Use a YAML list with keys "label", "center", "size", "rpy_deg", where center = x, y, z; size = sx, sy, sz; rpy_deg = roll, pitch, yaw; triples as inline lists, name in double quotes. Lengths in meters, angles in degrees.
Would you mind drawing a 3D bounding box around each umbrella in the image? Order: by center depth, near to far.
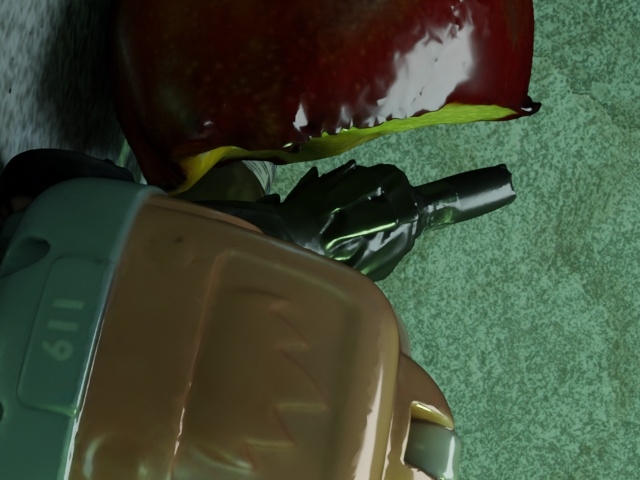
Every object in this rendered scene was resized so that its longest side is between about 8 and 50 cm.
- label: "umbrella"
  center: [0.000, 0.000, 0.838]
  size: [0.118, 0.340, 0.118]
  rpy_deg: [26, -57, 48]

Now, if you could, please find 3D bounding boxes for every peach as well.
- label: "peach"
  center: [-0.014, -0.145, 0.742]
  size: [0.361, 0.257, 0.201]
  rpy_deg: [-23, 102, -66]

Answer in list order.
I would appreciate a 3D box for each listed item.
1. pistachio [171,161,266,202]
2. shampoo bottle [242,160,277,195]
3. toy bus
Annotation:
- label: "pistachio"
  center: [-0.091, 0.019, 0.898]
  size: [0.108, 0.126, 0.186]
  rpy_deg: [46, 42, -51]
- label: "shampoo bottle"
  center: [-0.077, -0.098, 1.138]
  size: [0.303, 0.092, 0.092]
  rpy_deg: [-79, 180, -52]
- label: "toy bus"
  center: [-0.055, 0.093, 0.593]
  size: [0.288, 0.232, 0.194]
  rpy_deg: [94, 4, -66]
